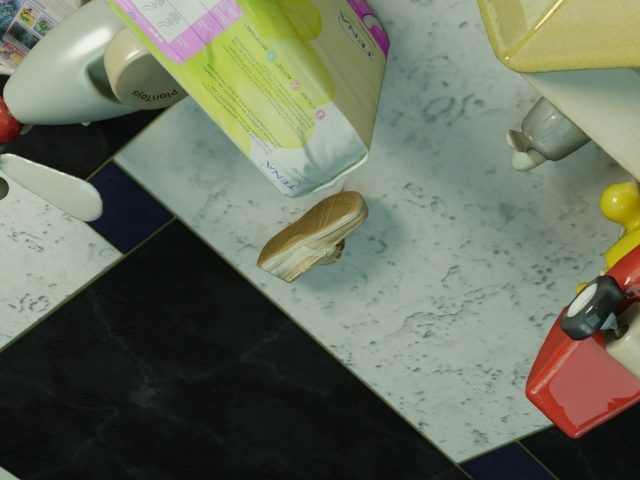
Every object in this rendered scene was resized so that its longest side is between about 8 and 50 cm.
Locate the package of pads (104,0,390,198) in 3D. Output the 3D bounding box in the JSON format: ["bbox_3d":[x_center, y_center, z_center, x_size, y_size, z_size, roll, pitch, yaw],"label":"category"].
[{"bbox_3d":[-0.061,-0.205,0.690,0.101,0.229,0.296,-29,118,29],"label":"package of pads"}]

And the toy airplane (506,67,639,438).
[{"bbox_3d":[0.365,-0.025,0.760,0.384,0.272,0.386,-5,90,2],"label":"toy airplane"}]

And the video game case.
[{"bbox_3d":[-0.274,-0.214,0.860,0.157,0.019,0.143,38,125,-19],"label":"video game case"}]

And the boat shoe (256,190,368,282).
[{"bbox_3d":[0.000,0.000,0.948,0.059,0.063,0.170,40,134,-22],"label":"boat shoe"}]

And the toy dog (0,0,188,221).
[{"bbox_3d":[-0.230,-0.135,0.804,0.333,0.220,0.161,-14,157,29],"label":"toy dog"}]

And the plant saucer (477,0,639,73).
[{"bbox_3d":[0.200,-0.285,0.549,0.081,0.332,0.333,-30,110,-19],"label":"plant saucer"}]
